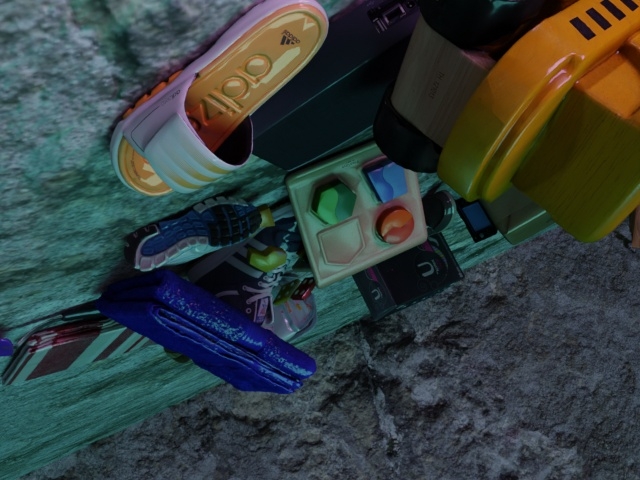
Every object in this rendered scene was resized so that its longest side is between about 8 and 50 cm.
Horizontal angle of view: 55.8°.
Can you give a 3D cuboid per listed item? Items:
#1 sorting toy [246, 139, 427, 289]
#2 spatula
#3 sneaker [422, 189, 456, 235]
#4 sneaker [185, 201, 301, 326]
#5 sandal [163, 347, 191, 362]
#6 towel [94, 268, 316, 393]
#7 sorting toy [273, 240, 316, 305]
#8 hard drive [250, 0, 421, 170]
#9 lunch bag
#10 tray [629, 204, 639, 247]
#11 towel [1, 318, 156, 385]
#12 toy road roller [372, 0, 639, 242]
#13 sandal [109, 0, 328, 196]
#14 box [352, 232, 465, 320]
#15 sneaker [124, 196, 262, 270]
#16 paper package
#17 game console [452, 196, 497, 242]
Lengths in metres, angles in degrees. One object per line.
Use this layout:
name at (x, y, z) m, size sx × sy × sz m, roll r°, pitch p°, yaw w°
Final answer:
sorting toy at (0.026, -0.023, 0.943) m, size 0.307 × 0.041 × 0.229 m, roll -24°, pitch 126°, yaw -13°
spatula at (-0.430, 0.136, 0.957) m, size 0.297 × 0.030 × 0.084 m, roll -18°, pitch 161°, yaw -29°
sneaker at (0.213, -0.035, 1.381) m, size 0.118 × 0.083 × 0.222 m, roll -18°, pitch 165°, yaw -28°
sneaker at (-0.087, 0.052, 1.015) m, size 0.282 × 0.153 × 0.099 m, roll -32°, pitch 165°, yaw 21°
sandal at (-0.321, 0.247, 1.493) m, size 0.180 × 0.072 × 0.049 m, roll -41°, pitch -179°, yaw 33°
towel at (-0.185, 0.160, 0.959) m, size 0.308 × 0.076 × 0.228 m, roll 38°, pitch 145°, yaw -30°
sorting toy at (0.000, 0.000, 1.088) m, size 0.274 × 0.046 × 0.132 m, roll -52°, pitch -161°, yaw -19°
hard drive at (0.025, -0.165, 0.652) m, size 0.255 × 0.054 × 0.172 m, roll -31°, pitch 165°, yaw 15°
lunch bag at (-0.135, 0.187, 1.413) m, size 0.223 × 0.160 × 0.262 m, roll -33°, pitch 176°, yaw 11°
tray at (0.546, -0.167, 0.978) m, size 0.076 × 0.202 × 0.411 m, roll 4°, pitch -152°, yaw 24°
towel at (-0.421, 0.193, 1.170) m, size 0.329 × 0.037 × 0.237 m, roll -11°, pitch 161°, yaw -42°
toy road roller at (0.227, -0.148, 0.554) m, size 0.330 × 0.240 × 0.202 m, roll -34°, pitch 158°, yaw -31°
sandal at (-0.095, -0.111, 0.549) m, size 0.265 × 0.076 × 0.102 m, roll -37°, pitch 144°, yaw 26°
box at (0.257, 0.102, 1.773) m, size 0.270 × 0.165 × 0.143 m, roll -19°, pitch 164°, yaw -29°
sneaker at (-0.175, -0.008, 0.853) m, size 0.191 × 0.071 × 0.083 m, roll -17°, pitch 171°, yaw -4°
paper package at (0.521, -0.140, 1.390) m, size 0.310 × 0.168 × 0.325 m, roll -32°, pitch 164°, yaw 16°
game console at (0.386, -0.062, 1.509) m, size 0.107 × 0.122 × 0.071 m, roll -22°, pitch 166°, yaw -18°
